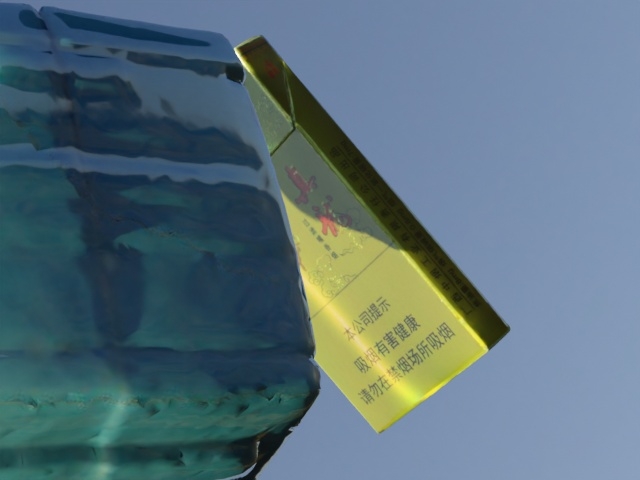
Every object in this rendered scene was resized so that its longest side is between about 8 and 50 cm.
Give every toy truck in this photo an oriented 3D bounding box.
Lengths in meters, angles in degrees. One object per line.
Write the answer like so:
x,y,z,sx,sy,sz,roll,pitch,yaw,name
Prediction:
-0.148,0.087,0.565,0.161,0.162,0.385,3,-37,-31,toy truck

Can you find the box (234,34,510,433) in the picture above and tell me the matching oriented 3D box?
0.000,0.000,1.351,0.043,0.311,0.173,-36,-5,-42,box
